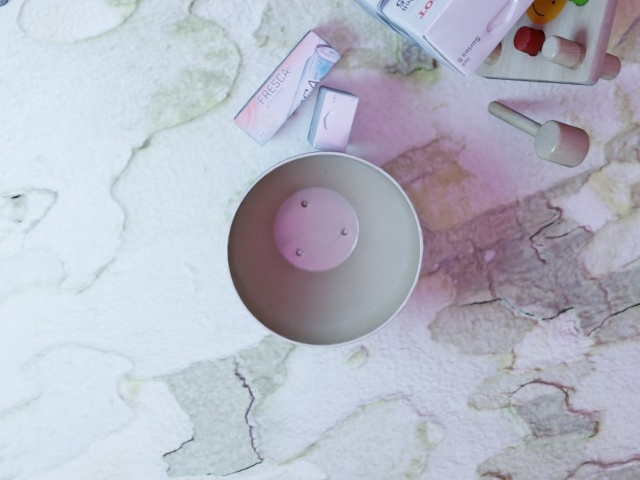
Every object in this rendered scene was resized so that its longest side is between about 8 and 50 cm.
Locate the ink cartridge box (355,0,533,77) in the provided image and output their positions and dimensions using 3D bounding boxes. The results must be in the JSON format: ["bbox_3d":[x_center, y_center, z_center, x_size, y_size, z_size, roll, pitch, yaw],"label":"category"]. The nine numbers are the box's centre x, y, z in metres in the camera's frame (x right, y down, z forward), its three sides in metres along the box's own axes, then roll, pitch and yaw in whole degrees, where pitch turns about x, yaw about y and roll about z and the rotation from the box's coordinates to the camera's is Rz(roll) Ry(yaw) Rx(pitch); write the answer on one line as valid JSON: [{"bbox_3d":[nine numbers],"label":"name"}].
[{"bbox_3d":[0.166,-0.378,1.737,0.114,0.273,0.198,35,97,-40],"label":"ink cartridge box"}]

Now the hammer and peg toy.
[{"bbox_3d":[0.315,-0.300,1.773,0.127,0.266,0.362,12,94,-32],"label":"hammer and peg toy"}]

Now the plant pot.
[{"bbox_3d":[0.000,0.000,1.843,0.284,0.191,0.284,-1,100,-4],"label":"plant pot"}]

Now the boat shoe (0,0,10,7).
[{"bbox_3d":[-0.502,-0.397,1.813,0.046,0.038,0.125,-31,101,2],"label":"boat shoe"}]

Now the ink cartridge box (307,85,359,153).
[{"bbox_3d":[0.018,-0.181,1.846,0.052,0.122,0.089,13,99,-6],"label":"ink cartridge box"}]

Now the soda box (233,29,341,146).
[{"bbox_3d":[-0.052,-0.230,1.865,0.063,0.058,0.183,40,96,-10],"label":"soda box"}]
